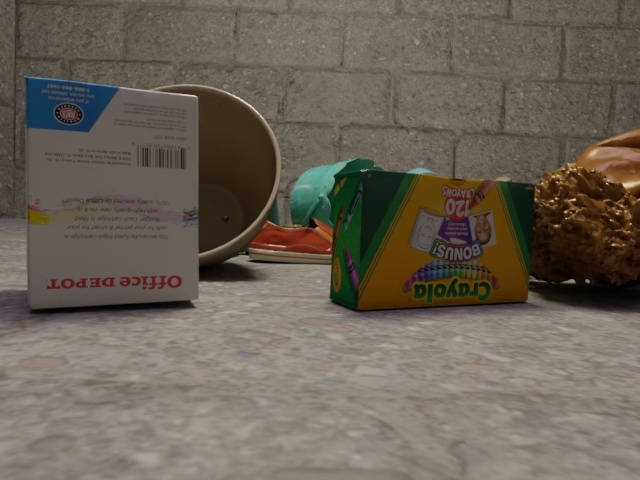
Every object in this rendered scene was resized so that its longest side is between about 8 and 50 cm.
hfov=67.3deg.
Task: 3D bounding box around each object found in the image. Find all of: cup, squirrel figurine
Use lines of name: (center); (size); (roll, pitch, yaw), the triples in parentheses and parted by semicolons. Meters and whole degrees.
cup: (-0.238, -0.080, 0.895); (0.330, 0.332, 0.237); (2, -22, -4)
squirrel figurine: (0.497, -0.008, 0.735); (0.396, 0.281, 0.370); (-9, 15, -3)

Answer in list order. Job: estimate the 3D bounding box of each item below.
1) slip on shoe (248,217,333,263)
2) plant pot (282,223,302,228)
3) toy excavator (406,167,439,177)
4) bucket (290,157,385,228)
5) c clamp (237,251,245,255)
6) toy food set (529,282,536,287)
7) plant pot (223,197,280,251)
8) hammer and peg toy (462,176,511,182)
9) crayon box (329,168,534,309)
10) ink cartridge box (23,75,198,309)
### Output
slip on shoe: (0.000, 0.000, 1.105); (0.330, 0.102, 0.123); (3, 1, -19)
plant pot: (-0.074, -0.003, 1.271); (0.083, 0.079, 0.083); (3, 3, 0)
toy excavator: (0.264, -0.108, 1.818); (0.222, 0.433, 0.445); (0, 32, -32)
bucket: (0.061, -0.091, 1.352); (0.281, 0.282, 0.183); (-1, 3, -43)
c clamp: (-0.227, 0.031, 1.116); (0.137, 0.022, 0.161); (-3, 5, 2)
toy food set: (0.263, 0.056, 0.833); (0.191, 0.039, 0.132); (1, 4, -22)
plant pot: (-0.251, -0.049, 1.296); (0.234, 0.166, 0.165); (-4, 1, 21)
hammer and peg toy: (0.366, -0.041, 1.049); (0.360, 0.128, 0.266); (0, 29, 18)
crayon box: (0.152, 0.000, 0.641); (0.278, 0.166, 0.081); (1, 4, -25)
ink cartridge box: (-0.244, -0.048, 0.575); (0.171, 0.233, 0.168); (1, 2, -24)
